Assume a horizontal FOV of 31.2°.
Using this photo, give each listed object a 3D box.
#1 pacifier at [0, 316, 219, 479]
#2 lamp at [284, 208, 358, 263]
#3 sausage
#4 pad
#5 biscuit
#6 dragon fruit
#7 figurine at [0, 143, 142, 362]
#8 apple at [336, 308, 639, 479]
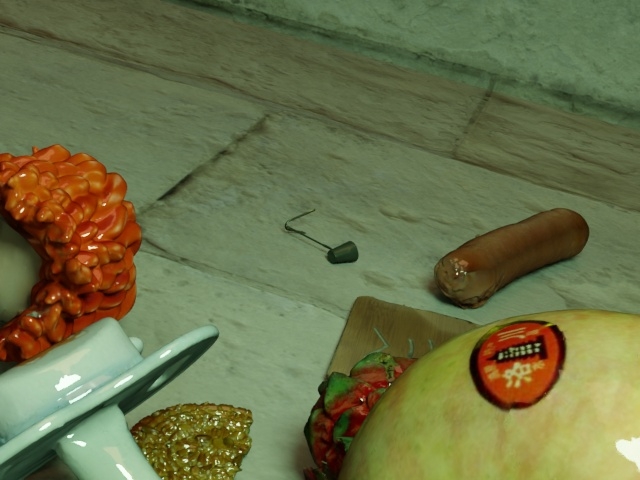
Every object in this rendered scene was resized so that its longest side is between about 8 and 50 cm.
[{"bbox_3d":[-0.191,0.203,1.019,0.299,0.244,0.233,-29,76,-35],"label":"pacifier"},{"bbox_3d":[0.000,0.001,1.741,0.054,0.041,0.121,-16,39,-34],"label":"lamp"},{"bbox_3d":[0.299,0.021,1.779,0.094,0.094,0.419,10,18,34],"label":"sausage"},{"bbox_3d":[0.163,0.160,1.470,0.284,0.018,0.286,15,23,5],"label":"pad"},{"bbox_3d":[-0.138,0.215,1.176,0.126,0.025,0.206,14,22,3],"label":"biscuit"},{"bbox_3d":[0.068,0.196,1.150,0.182,0.182,0.188,9,41,-9],"label":"dragon fruit"},{"bbox_3d":[-0.390,0.022,1.230,0.412,0.241,0.306,-8,-5,-21],"label":"figurine"},{"bbox_3d":[0.197,0.235,0.865,0.391,0.391,0.346,25,18,26],"label":"apple"}]
